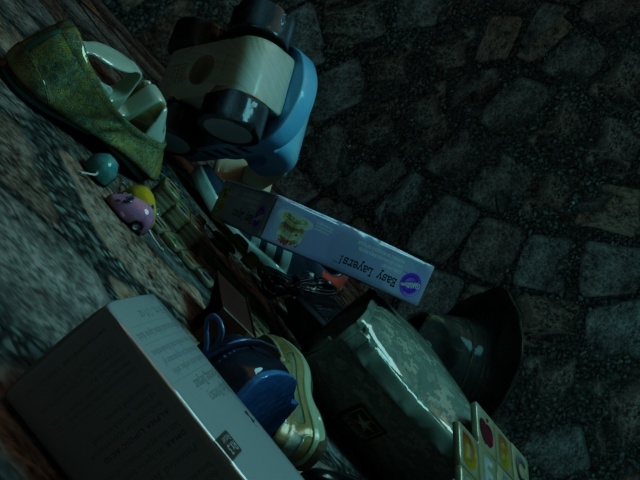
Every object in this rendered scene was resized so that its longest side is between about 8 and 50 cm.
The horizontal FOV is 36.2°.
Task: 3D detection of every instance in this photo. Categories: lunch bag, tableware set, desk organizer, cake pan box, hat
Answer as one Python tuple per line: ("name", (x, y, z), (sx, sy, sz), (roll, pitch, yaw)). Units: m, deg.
("lunch bag", (0.092, 0.203, 1.330), (0.235, 0.169, 0.287), (50, -1, 0))
("tableware set", (-0.137, 0.003, 1.398), (0.154, 0.024, 0.104), (31, -20, 46))
("desk organizer", (-0.108, 0.082, 1.070), (0.050, 0.047, 0.130), (47, 4, -17))
("cake pan box", (0.000, 0.000, 1.383), (0.266, 0.070, 0.245), (24, 1, -24))
("hat", (0.176, 0.197, 1.580), (0.134, 0.331, 0.331), (27, 11, -16))

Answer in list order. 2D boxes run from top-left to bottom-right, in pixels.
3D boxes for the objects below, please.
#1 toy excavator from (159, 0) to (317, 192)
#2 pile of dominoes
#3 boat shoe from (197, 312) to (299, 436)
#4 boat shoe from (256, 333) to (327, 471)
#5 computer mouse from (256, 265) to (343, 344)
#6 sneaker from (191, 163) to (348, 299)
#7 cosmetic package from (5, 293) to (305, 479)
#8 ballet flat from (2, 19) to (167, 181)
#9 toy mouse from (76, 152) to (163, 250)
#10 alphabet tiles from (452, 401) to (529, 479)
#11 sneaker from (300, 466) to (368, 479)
("toy excavator", (-0.131, -0.193, 1.780), (0.432, 0.222, 0.445), (-2, -26, 40))
("pile of dominoes", (-0.139, 0.025, 1.319), (0.251, 0.040, 0.196), (49, 4, -15))
("boat shoe", (-0.080, 0.122, 0.770), (0.089, 0.109, 0.258), (44, -14, 10))
("boat shoe", (-0.049, 0.149, 1.002), (0.072, 0.068, 0.190), (34, 12, -31))
("computer mouse", (0.012, 0.150, 1.591), (0.188, 0.072, 0.272), (15, 24, -48))
("sneaker", (-0.078, -0.028, 1.743), (0.350, 0.148, 0.131), (48, 4, -23))
("cosmetic package", (-0.070, 0.147, 0.584), (0.231, 0.085, 0.117), (49, 4, 2))
("ballet flat", (-0.260, -0.171, 1.240), (0.123, 0.123, 0.348), (52, 4, 23))
("toy mouse", (-0.228, -0.058, 1.131), (0.161, 0.031, 0.143), (53, 4, 35))
("alphabet tiles", (0.225, 0.377, 1.157), (0.285, 0.011, 0.343), (48, 32, -39))
("sneaker", (0.046, 0.265, 0.698), (0.135, 0.097, 0.276), (48, 2, -40))
